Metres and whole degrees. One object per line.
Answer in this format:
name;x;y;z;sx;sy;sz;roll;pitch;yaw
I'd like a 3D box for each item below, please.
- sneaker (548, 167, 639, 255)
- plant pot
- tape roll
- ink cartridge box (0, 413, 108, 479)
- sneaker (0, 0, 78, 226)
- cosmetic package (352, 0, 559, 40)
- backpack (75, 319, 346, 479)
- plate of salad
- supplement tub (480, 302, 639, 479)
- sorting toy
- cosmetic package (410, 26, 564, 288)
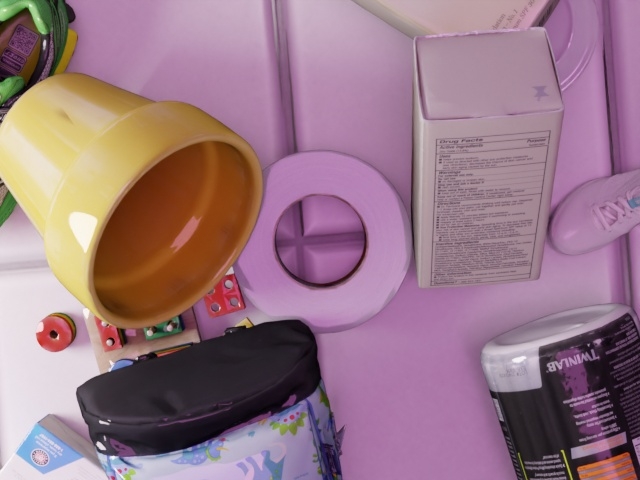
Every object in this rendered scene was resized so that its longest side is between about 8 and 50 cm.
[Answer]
sneaker;0.374;-0.049;1.587;0.212;0.094;0.080;-28;94;1
plant pot;-0.233;-0.067;1.497;0.239;0.254;0.254;38;92;31
tape roll;0.000;0.000;1.598;0.219;0.072;0.219;0;94;0
ink cartridge box;-0.352;0.345;1.609;0.134;0.078;0.231;37;92;-1
sneaker;-0.401;-0.145;1.552;0.134;0.146;0.344;21;93;-1
cosmetic package;0.120;-0.325;1.535;0.309;0.113;0.160;33;91;8
backpack;-0.095;0.315;1.530;0.290;0.273;0.356;-14;120;-10
plate of salad;0.233;-0.256;1.595;0.199;0.048;0.200;-1;86;7
supplement tub;0.321;0.247;1.552;0.193;0.193;0.316;-17;93;1
sorting toy;-0.204;0.130;1.604;0.274;0.046;0.132;-13;97;6
cosmetic package;0.178;-0.085;1.480;0.153;0.296;0.129;-3;53;-1
